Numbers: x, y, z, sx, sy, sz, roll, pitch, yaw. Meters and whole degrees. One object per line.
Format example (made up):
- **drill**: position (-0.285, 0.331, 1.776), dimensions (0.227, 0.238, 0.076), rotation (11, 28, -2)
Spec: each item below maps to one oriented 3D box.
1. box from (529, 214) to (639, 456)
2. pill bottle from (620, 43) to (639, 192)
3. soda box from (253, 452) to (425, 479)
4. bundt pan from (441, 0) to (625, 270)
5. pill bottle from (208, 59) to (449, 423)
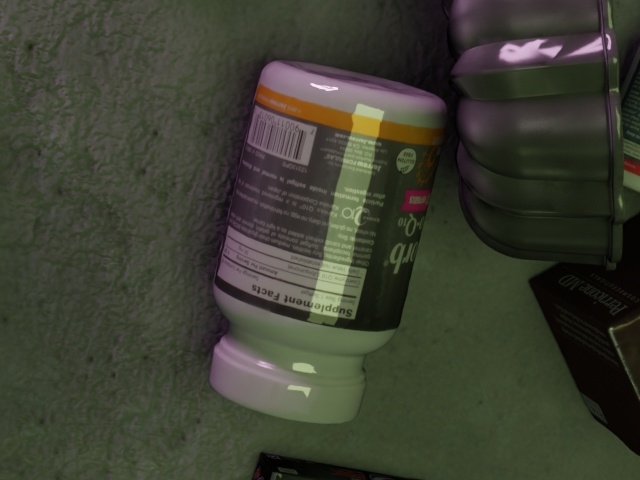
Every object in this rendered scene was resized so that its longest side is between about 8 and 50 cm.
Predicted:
- **box**: position (0.334, 0.073, 1.678), dimensions (0.203, 0.168, 0.167), rotation (-30, 111, -10)
- **pill bottle**: position (0.319, -0.124, 1.655), dimensions (0.108, 0.108, 0.180), rotation (21, 96, -22)
- **soda box**: position (0.022, 0.238, 1.678), dimensions (0.169, 0.053, 0.060), rotation (13, 99, -20)
- **bundt pan**: position (0.164, -0.136, 1.504), dimensions (0.124, 0.331, 0.330), rotation (-4, 106, 4)
- **pill bottle**: position (0.000, 0.000, 1.552), dimensions (0.162, 0.162, 0.278), rotation (9, 101, -20)
